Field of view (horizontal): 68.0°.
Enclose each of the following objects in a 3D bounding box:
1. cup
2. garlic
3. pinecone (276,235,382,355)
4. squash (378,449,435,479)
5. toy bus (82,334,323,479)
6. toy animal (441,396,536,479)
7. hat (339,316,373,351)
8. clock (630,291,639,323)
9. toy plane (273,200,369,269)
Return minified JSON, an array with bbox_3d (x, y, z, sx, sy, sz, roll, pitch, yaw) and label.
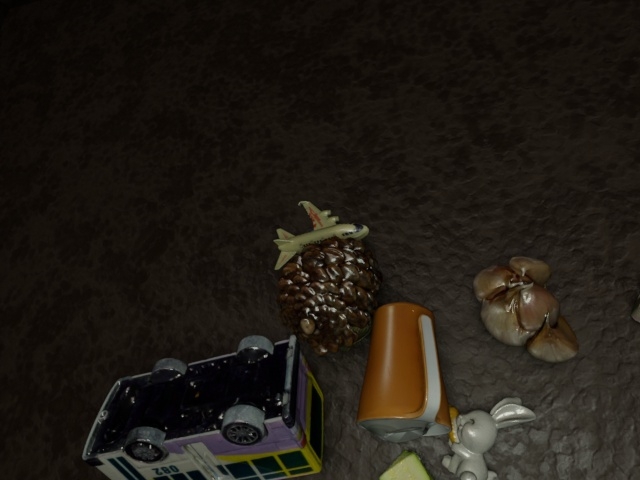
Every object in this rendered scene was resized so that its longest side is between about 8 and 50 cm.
[{"bbox_3d":[0.173,0.259,0.944,0.182,0.226,0.264,12,59,-11],"label":"cup"},{"bbox_3d":[0.400,0.142,0.950,0.160,0.191,0.214,-21,70,37],"label":"garlic"},{"bbox_3d":[0.021,0.103,1.009,0.224,0.224,0.272,11,36,23],"label":"pinecone"},{"bbox_3d":[0.208,0.495,0.893,0.090,0.075,0.200,-35,58,-29],"label":"squash"},{"bbox_3d":[-0.225,0.383,0.994,0.439,0.250,0.209,-16,33,11],"label":"toy bus"},{"bbox_3d":[0.312,0.372,0.920,0.127,0.131,0.182,25,82,-6],"label":"toy animal"},{"bbox_3d":[0.055,0.226,1.083,0.145,0.067,0.146,-12,21,5],"label":"hat"},{"bbox_3d":[0.710,0.091,0.909,0.146,0.071,0.192,26,77,27],"label":"clock"},{"bbox_3d":[0.000,0.000,1.180,0.255,0.104,0.242,-7,62,16],"label":"toy plane"}]
